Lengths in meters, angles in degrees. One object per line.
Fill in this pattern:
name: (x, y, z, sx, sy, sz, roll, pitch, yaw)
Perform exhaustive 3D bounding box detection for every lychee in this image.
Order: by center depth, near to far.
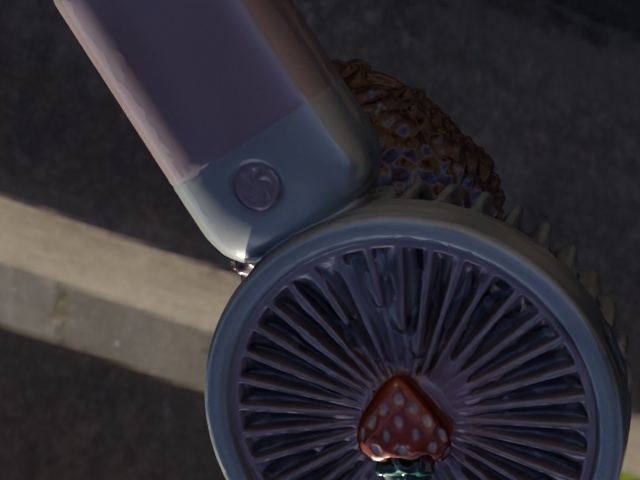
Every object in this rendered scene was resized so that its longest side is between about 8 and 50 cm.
lychee: (0.022, -0.021, 1.027, 0.188, 0.188, 0.188, 7, 144, 5)

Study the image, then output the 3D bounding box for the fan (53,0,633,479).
fan: (0.000, 0.000, 0.466, 0.130, 0.074, 0.244, -31, 97, 24)
